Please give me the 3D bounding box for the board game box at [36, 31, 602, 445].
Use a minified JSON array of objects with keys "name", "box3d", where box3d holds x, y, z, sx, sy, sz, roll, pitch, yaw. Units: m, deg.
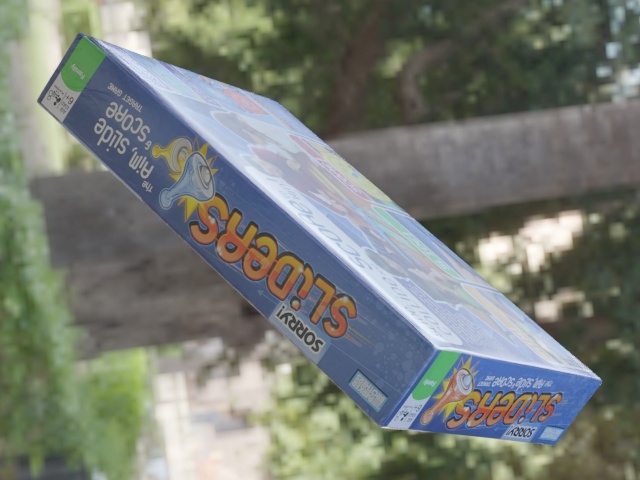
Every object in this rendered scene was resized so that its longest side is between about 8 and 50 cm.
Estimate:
[{"name":"board game box","box3d":[0.000,0.000,0.730,0.201,0.035,0.136,42,15,31]}]
